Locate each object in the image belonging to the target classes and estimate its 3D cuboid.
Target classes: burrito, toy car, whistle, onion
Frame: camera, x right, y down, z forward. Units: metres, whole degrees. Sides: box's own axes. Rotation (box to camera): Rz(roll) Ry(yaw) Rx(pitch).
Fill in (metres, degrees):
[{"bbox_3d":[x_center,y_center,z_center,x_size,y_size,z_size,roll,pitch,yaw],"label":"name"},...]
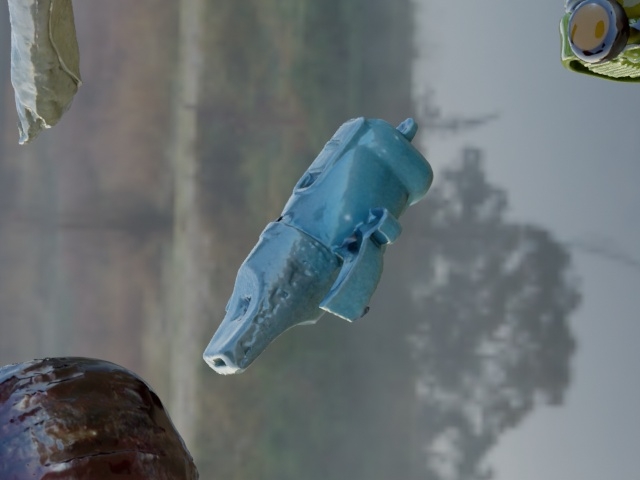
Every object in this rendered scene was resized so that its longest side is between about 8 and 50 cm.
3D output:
[{"bbox_3d":[-0.262,-0.212,1.764,0.082,0.059,0.275,-64,-18,-48],"label":"burrito"},{"bbox_3d":[0.319,-0.212,1.613,0.248,0.200,0.142,-8,80,41],"label":"toy car"},{"bbox_3d":[0.000,0.000,1.552,0.274,0.093,0.186,-52,20,-21],"label":"whistle"},{"bbox_3d":[-0.173,0.205,1.296,0.207,0.216,0.206,-58,46,35],"label":"onion"}]
